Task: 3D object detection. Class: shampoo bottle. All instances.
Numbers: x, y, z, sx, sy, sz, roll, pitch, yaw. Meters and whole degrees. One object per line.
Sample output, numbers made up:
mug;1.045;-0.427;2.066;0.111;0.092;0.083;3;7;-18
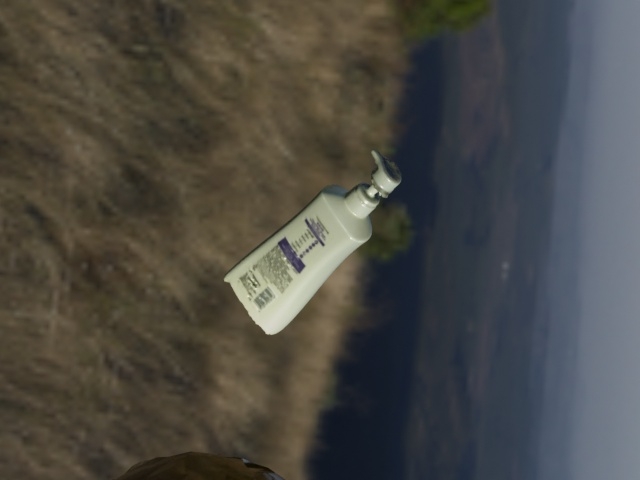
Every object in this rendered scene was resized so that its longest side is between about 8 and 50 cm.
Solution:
shampoo bottle;0.000;0.000;0.984;0.034;0.141;0.049;-15;67;-53

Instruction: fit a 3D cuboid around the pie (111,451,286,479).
pie;-0.098;0.197;0.697;0.069;0.273;0.273;51;32;-28
